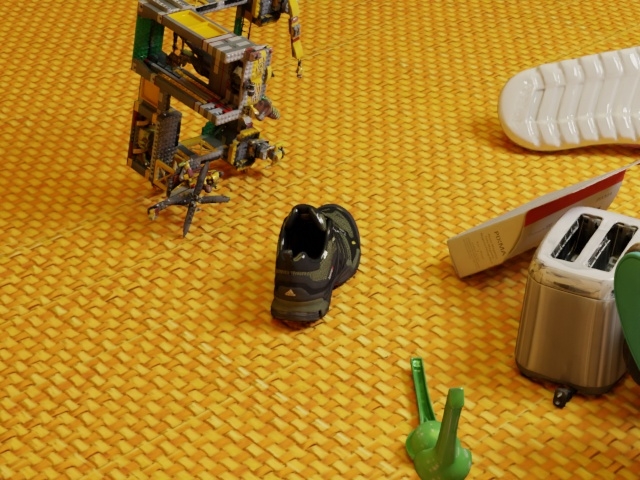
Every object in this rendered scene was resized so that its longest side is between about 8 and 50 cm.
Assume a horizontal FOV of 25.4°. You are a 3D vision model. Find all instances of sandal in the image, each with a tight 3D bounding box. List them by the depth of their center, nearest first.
[{"bbox_3d":[0.460,-0.197,2.032,0.416,0.169,0.102,2,-9,3],"label":"sandal"}]

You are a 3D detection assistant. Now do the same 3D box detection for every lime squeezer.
[{"bbox_3d":[0.109,0.185,1.403,0.058,0.110,0.310,-19,2,-2],"label":"lime squeezer"}]

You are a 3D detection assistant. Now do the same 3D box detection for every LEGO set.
[{"bbox_3d":[-0.106,-0.175,1.797,0.192,0.331,0.255,34,30,32],"label":"LEGO set"}]

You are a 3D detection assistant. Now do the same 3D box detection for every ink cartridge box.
[{"bbox_3d":[0.287,-0.031,1.683,0.189,0.066,0.232,-23,4,-35],"label":"ink cartridge box"}]

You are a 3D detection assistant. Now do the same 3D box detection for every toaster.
[{"bbox_3d":[0.291,0.063,1.557,0.129,0.146,0.227,16,34,24],"label":"toaster"}]

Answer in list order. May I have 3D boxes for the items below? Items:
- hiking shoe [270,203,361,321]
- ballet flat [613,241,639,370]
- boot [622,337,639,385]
[{"bbox_3d":[0.000,0.000,1.684,0.086,0.114,0.227,7,31,10],"label":"hiking shoe"},{"bbox_3d":[0.389,0.156,1.342,0.123,0.123,0.349,-11,63,-19],"label":"ballet flat"},{"bbox_3d":[0.438,-0.016,1.521,0.131,0.348,0.260,35,18,-18],"label":"boot"}]
